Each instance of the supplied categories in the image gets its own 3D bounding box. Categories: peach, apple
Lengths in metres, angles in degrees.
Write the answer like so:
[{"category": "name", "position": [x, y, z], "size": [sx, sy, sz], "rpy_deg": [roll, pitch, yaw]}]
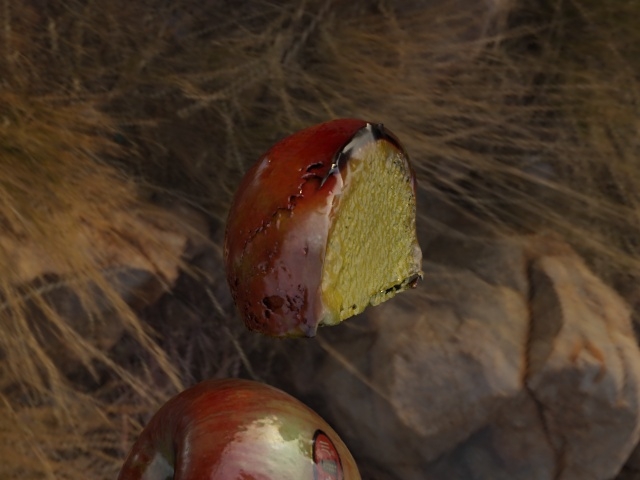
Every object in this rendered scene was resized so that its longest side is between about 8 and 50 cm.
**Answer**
[{"category": "peach", "position": [-0.005, 0.001, 0.758], "size": [0.172, 0.092, 0.127], "rpy_deg": [-53, 136, -45]}, {"category": "apple", "position": [-0.045, 0.155, 0.708], "size": [0.131, 0.146, 0.146], "rpy_deg": [28, 93, -29]}]
